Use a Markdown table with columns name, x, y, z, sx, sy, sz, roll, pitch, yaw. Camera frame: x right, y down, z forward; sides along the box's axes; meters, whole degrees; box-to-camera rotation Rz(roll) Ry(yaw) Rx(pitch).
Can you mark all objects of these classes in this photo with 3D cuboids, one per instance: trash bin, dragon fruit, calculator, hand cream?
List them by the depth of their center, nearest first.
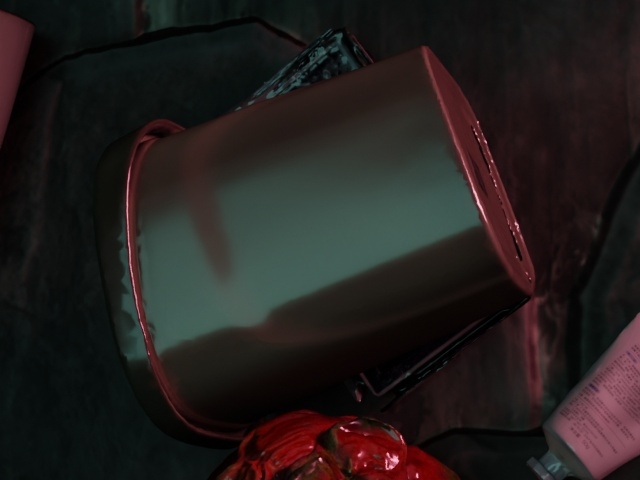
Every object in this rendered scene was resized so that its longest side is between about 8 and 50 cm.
| name | x | y | z | sx | sy | sz | roll | pitch | yaw |
| --- | --- | --- | --- | --- | --- | --- | --- | --- | --- |
| dragon fruit | 0.001 | 0.222 | 1.005 | 0.192 | 0.274 | 0.193 | -28 | 68 | -25 |
| trash bin | 0.000 | 0.000 | 1.006 | 0.250 | 0.220 | 0.219 | -22 | 75 | 13 |
| hand cream | 0.207 | 0.123 | 1.023 | 0.142 | 0.053 | 0.084 | -41 | 70 | -4 |
| calculator | 0.028 | -0.020 | 1.118 | 0.165 | 0.028 | 0.274 | -39 | 71 | 13 |

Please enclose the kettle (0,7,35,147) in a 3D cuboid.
| name | x | y | z | sx | sy | sz | roll | pitch | yaw |
| --- | --- | --- | --- | --- | --- | --- | --- | --- | --- |
| kettle | -0.363 | -0.094 | 1.231 | 0.221 | 0.161 | 0.236 | 15 | 91 | 51 |
